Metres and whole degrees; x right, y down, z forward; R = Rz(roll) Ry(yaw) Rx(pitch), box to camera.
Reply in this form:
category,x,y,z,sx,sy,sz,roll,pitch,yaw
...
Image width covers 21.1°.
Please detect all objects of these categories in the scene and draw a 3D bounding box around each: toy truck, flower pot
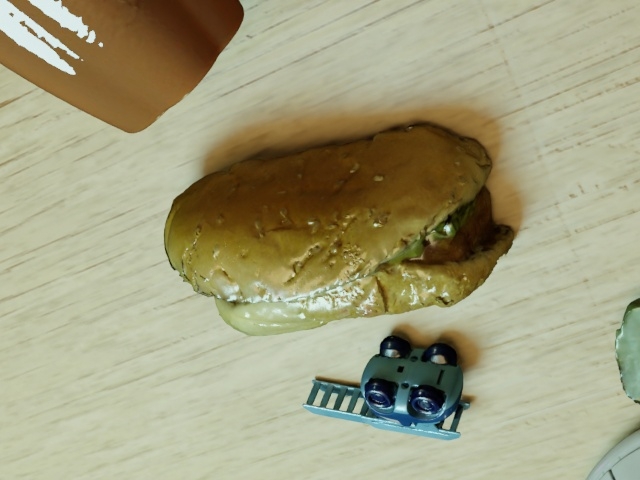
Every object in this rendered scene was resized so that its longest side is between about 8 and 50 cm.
category,x,y,z,sx,sy,sz,roll,pitch,yaw
toy truck,0.049,0.117,1.373,0.136,0.063,0.074,10,141,19
flower pot,-0.156,-0.178,1.222,0.190,0.190,0.173,-34,116,33

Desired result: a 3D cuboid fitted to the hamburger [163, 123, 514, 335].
category,x,y,z,sx,sy,sz,roll,pitch,yaw
hamburger,0.000,0.000,1.281,0.262,0.131,0.124,-11,114,21

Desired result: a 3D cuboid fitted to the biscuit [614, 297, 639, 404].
category,x,y,z,sx,sy,sz,roll,pitch,yaw
biscuit,0.375,0.095,1.244,0.322,0.038,0.099,5,116,18

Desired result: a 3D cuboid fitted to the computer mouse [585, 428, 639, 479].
category,x,y,z,sx,sy,sz,roll,pitch,yaw
computer mouse,0.329,0.273,1.316,0.297,0.121,0.184,40,126,-6
